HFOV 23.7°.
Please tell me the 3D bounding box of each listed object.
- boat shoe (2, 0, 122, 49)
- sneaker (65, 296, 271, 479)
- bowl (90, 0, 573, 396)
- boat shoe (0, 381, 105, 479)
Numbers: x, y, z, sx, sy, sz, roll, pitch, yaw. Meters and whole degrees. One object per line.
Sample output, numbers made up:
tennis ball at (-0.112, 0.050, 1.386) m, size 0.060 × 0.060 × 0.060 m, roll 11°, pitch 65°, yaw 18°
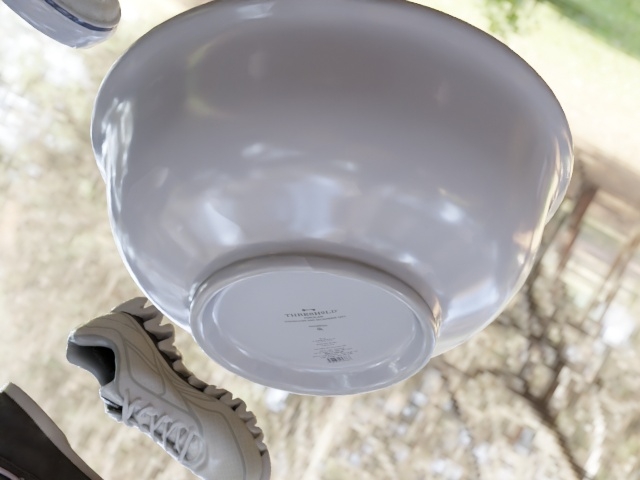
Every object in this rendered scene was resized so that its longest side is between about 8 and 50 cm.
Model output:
boat shoe at (-0.261, -0.345, 1.304) m, size 0.367 × 0.156 × 0.136 m, roll 55°, pitch -154°, yaw -10°
sneaker at (-0.170, 0.187, 1.677) m, size 0.292 × 0.110 × 0.118 m, roll 44°, pitch -147°, yaw 26°
bowl at (0.000, 0.000, 0.901) m, size 0.297 × 0.134 × 0.298 m, roll 5°, pitch 145°, yaw 3°
boat shoe at (-0.208, 0.265, 1.367) m, size 0.335 × 0.095 × 0.112 m, roll 40°, pitch 160°, yaw 23°
